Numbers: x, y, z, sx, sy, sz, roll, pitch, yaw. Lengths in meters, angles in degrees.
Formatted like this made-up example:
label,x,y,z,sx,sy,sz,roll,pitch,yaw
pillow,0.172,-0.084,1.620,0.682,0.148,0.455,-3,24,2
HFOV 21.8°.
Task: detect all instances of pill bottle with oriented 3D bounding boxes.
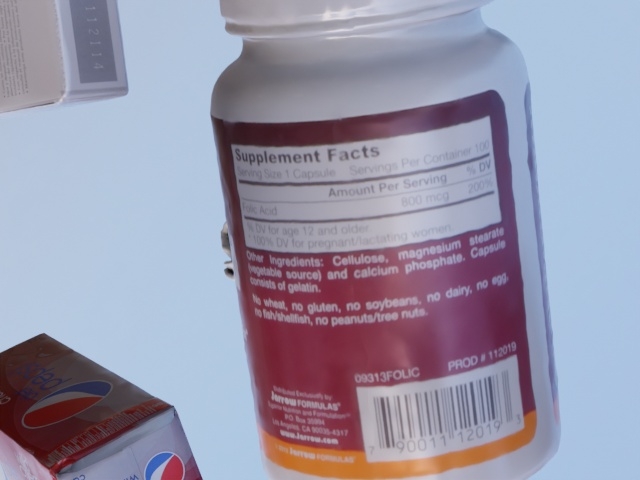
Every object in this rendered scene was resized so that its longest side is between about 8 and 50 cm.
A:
label,x,y,z,sx,sy,sz,roll,pitch,yaw
pill bottle,0.042,-0.028,1.172,0.224,0.392,0.224,-7,-167,2

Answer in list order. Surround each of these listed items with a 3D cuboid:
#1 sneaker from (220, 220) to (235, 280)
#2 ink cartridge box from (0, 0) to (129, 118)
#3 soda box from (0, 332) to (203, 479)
label,x,y,z,sx,sy,sz,roll,pitch,yaw
sneaker,0.000,0.000,1.444,0.292,0.169,0.108,88,15,-86
ink cartridge box,-0.263,-0.238,1.249,0.066,0.296,0.261,-10,-176,-44
soda box,-0.158,0.135,1.055,0.083,0.092,0.263,-25,-163,-21
